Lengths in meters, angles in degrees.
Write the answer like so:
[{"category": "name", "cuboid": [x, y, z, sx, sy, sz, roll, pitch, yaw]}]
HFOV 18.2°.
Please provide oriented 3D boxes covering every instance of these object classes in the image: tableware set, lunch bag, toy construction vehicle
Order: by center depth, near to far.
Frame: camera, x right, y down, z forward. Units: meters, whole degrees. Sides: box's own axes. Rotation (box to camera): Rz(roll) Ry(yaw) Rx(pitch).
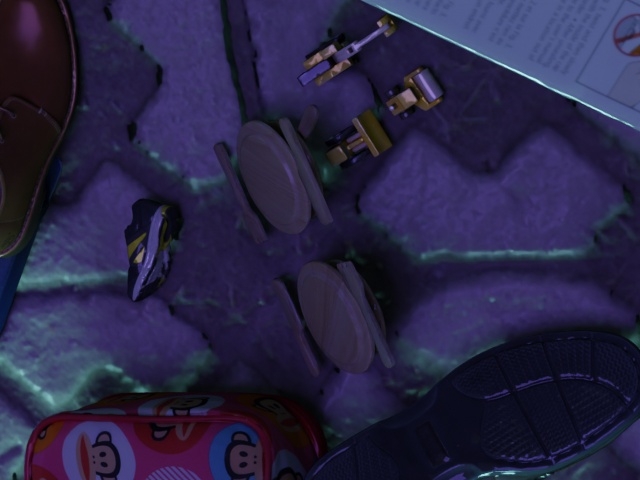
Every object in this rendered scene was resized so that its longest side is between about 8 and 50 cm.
[{"category": "toy construction vehicle", "cuboid": [0.028, -0.100, 1.375, 0.098, 0.035, 0.086, -27, 97, 29]}, {"category": "tableware set", "cuboid": [0.000, 0.000, 1.409, 0.128, 0.039, 0.194, -14, 101, 63]}, {"category": "lunch bag", "cuboid": [-0.118, 0.261, 1.495, 0.258, 0.120, 0.293, -2, 94, 26]}]

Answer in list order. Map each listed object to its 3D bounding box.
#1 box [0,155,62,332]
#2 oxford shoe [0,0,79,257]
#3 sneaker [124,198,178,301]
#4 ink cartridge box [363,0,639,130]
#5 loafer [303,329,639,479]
[{"category": "box", "cuboid": [-0.295, 0.004, 1.551, 0.136, 0.036, 0.225, 29, 116, 11]}, {"category": "oxford shoe", "cuboid": [-0.227, -0.088, 1.451, 0.076, 0.076, 0.212, 12, 96, 15]}, {"category": "sneaker", "cuboid": [-0.130, 0.006, 1.488, 0.035, 0.031, 0.083, 30, 114, 25]}, {"category": "ink cartridge box", "cuboid": [0.175, -0.251, 1.238, 0.385, 0.091, 0.308, 24, 118, -9]}, {"category": "loafer", "cuboid": [0.114, 0.139, 1.412, 0.267, 0.084, 0.096, -26, 70, 15]}]
